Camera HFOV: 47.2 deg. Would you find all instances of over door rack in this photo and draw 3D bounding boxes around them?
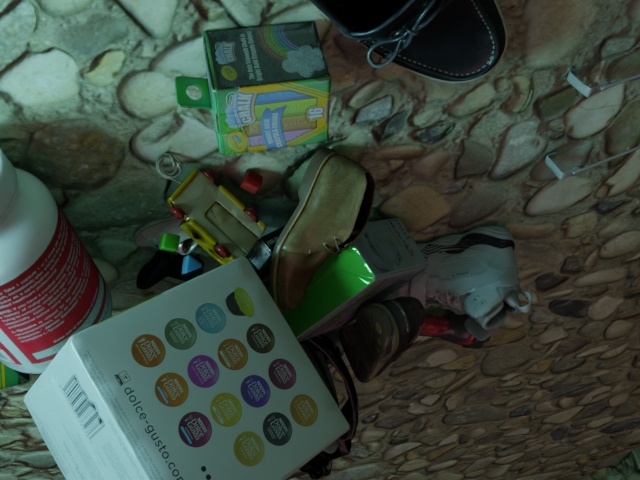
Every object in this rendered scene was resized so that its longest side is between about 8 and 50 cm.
[{"bbox_3d":[0.596,-0.215,1.331,0.324,0.108,0.239,-11,144,-5],"label":"over door rack"}]

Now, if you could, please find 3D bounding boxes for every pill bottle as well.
[{"bbox_3d":[-0.503,0.030,1.173,0.229,0.229,0.408,-12,145,-3],"label":"pill bottle"}]

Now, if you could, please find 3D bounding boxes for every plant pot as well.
[{"bbox_3d":[0.014,0.279,1.830,0.083,0.083,0.079,-25,155,15],"label":"plant pot"}]

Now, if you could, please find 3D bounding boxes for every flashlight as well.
[{"bbox_3d":[0.275,0.205,1.797,0.304,0.103,0.103,10,111,-29],"label":"flashlight"}]

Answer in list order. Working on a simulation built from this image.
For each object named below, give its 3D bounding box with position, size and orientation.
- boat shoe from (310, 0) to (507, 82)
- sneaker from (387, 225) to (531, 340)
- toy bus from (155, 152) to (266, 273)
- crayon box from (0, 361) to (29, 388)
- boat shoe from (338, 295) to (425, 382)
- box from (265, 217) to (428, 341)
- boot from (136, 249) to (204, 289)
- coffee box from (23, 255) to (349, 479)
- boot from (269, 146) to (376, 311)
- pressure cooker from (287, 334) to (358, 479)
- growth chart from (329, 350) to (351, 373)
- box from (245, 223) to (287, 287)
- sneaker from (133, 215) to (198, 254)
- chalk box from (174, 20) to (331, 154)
[{"bbox_3d":[0.094,-0.327,0.965,0.187,0.156,0.500,-37,140,25],"label":"boat shoe"},{"bbox_3d":[0.261,0.111,1.566,0.365,0.210,0.137,-18,144,4],"label":"sneaker"},{"bbox_3d":[-0.199,-0.043,1.281,0.191,0.202,0.104,-3,174,-27],"label":"toy bus"},{"bbox_3d":[-0.750,0.212,1.460,0.202,0.081,0.318,-15,144,2],"label":"crayon box"},{"bbox_3d":[0.134,0.208,1.531,0.130,0.132,0.355,-19,167,-16],"label":"boat shoe"},{"bbox_3d":[0.046,0.082,1.455,0.262,0.127,0.231,-40,164,31],"label":"box"},{"bbox_3d":[-0.296,0.064,1.453,0.099,0.045,0.121,15,134,-38],"label":"boot"},{"bbox_3d":[-0.229,0.283,1.213,0.334,0.338,0.338,-26,171,-40],"label":"coffee box"},{"bbox_3d":[0.000,0.000,1.281,0.112,0.115,0.305,-10,123,-64],"label":"boot"},{"bbox_3d":[-0.132,0.355,1.607,0.420,0.376,0.370,-22,152,14],"label":"pressure cooker"},{"bbox_3d":[0.117,0.281,1.848,0.237,0.021,0.172,-10,147,-43],"label":"growth chart"},{"bbox_3d":[-0.089,0.035,1.406,0.184,0.045,0.191,-33,166,-48],"label":"box"},{"bbox_3d":[-0.279,-0.002,1.344,0.134,0.070,0.051,-18,147,7],"label":"sneaker"},{"bbox_3d":[-0.101,-0.217,1.062,0.213,0.132,0.132,-8,144,-7],"label":"chalk box"}]
